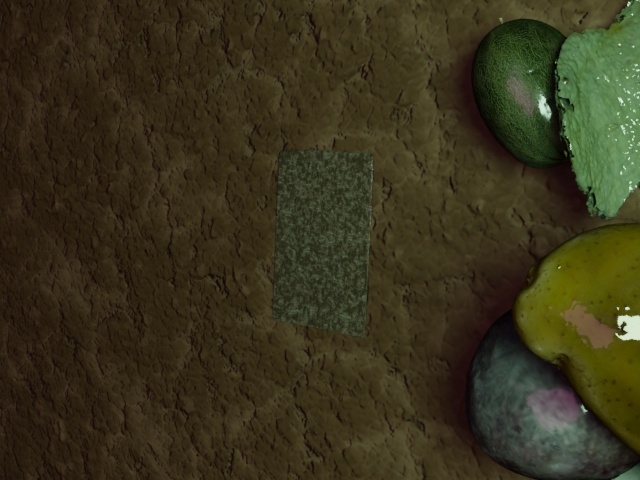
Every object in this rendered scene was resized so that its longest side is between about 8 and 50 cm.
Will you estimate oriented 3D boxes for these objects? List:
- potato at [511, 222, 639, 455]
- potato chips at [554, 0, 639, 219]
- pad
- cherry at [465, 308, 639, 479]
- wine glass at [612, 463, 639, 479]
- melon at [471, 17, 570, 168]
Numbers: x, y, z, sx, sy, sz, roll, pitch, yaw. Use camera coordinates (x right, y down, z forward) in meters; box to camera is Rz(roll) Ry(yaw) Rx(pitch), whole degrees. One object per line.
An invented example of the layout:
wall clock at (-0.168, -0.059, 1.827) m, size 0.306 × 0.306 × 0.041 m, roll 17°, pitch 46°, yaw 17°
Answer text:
potato at (0.337, 0.106, 0.743) m, size 0.369 × 0.176 × 0.195 m, roll 27°, pitch 116°, yaw 0°
potato chips at (0.303, -0.142, 0.855) m, size 0.228 × 0.059 × 0.167 m, roll -40°, pitch 90°, yaw -9°
pad at (0.000, 0.000, 1.173) m, size 0.158 × 0.003 × 0.235 m, roll 7°, pitch 98°, yaw 38°
cherry at (0.232, 0.145, 0.885) m, size 0.195 × 0.195 × 0.195 m, roll 4°, pitch 96°, yaw 39°
wine glass at (0.371, 0.293, 0.835) m, size 0.222 × 0.103 × 0.103 m, roll 31°, pitch 112°, yaw 31°
melon at (0.214, -0.154, 0.917) m, size 0.114 × 0.114 × 0.167 m, roll -28°, pitch 79°, yaw 37°
